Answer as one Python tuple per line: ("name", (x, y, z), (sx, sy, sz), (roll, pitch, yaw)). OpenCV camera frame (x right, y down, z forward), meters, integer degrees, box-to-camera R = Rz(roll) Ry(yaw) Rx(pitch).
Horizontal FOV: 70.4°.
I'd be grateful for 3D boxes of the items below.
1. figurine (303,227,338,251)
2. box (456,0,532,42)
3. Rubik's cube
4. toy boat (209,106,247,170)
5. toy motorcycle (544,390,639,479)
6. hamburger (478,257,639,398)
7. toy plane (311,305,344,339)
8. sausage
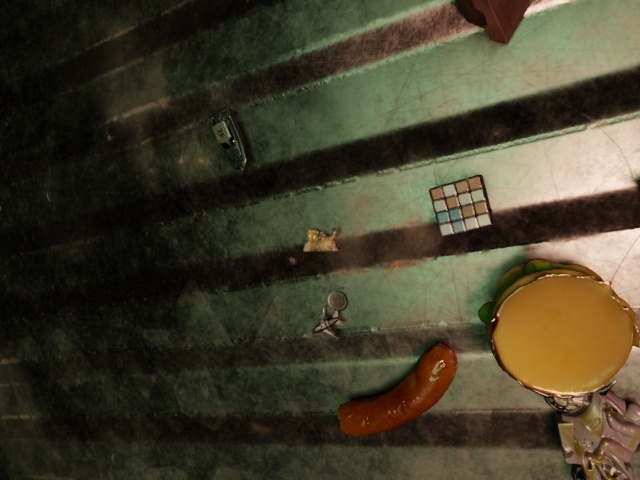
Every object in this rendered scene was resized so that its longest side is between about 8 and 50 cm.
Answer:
("figurine", (0.000, 0.000, 0.980), (0.083, 0.047, 0.051), (-1, 83, 29))
("box", (0.293, -0.450, 0.696), (0.086, 0.215, 0.215), (37, 110, 25))
("Rubik's cube", (0.260, -0.065, 0.832), (0.092, 0.092, 0.092), (-15, 93, 24))
("toy boat", (-0.201, -0.223, 1.018), (0.055, 0.060, 0.141), (-21, 93, 22))
("toy motorcycle", (0.502, 0.340, 0.807), (0.152, 0.073, 0.225), (-19, 90, 21))
("hamburger", (0.394, 0.136, 0.780), (0.236, 0.149, 0.238), (3, 103, 14))
("toy plane", (0.012, 0.188, 1.007), (0.083, 0.031, 0.079), (-30, 71, 21))
("sausage", (0.166, 0.323, 0.938), (0.302, 0.076, 0.103), (-40, 83, 22))
